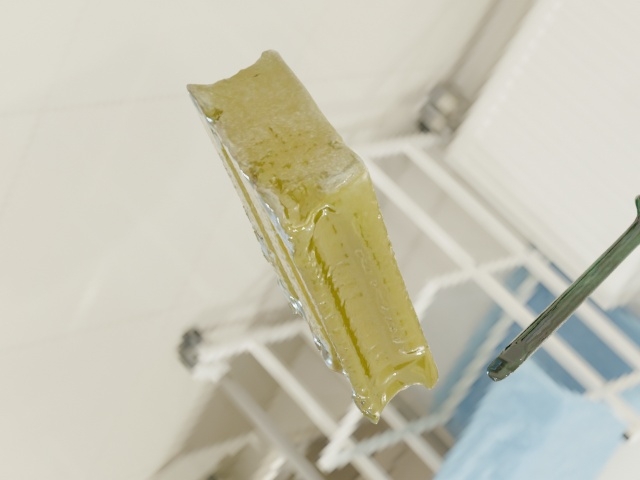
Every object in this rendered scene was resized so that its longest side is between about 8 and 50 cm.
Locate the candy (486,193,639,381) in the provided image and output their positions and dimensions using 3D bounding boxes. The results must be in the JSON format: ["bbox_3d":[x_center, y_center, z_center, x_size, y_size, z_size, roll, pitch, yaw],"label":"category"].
[{"bbox_3d":[0.220,-0.015,1.042,0.323,0.097,0.097,-48,155,20],"label":"candy"}]

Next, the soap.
[{"bbox_3d":[0.000,0.000,1.358,0.091,0.199,0.315,-30,139,-7],"label":"soap"}]
